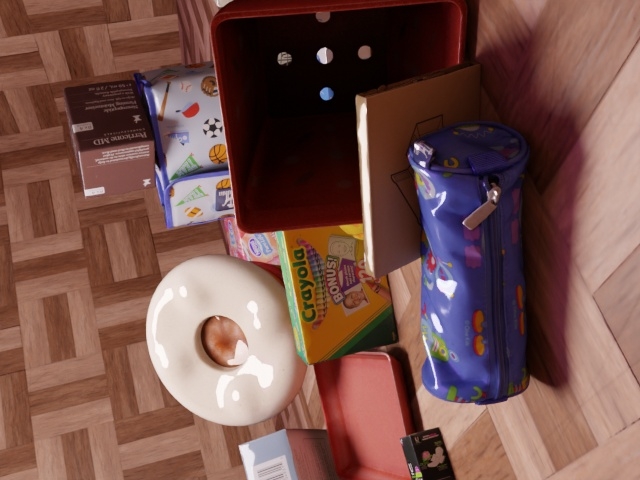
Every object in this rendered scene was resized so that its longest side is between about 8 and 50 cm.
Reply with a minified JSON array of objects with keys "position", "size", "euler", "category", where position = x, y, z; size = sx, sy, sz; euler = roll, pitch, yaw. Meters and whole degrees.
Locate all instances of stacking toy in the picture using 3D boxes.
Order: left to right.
[{"position":[-0.117,0.155,1.625],"size":[0.480,0.350,0.351],"euler":[-32,-66,-65],"category":"stacking toy"}]

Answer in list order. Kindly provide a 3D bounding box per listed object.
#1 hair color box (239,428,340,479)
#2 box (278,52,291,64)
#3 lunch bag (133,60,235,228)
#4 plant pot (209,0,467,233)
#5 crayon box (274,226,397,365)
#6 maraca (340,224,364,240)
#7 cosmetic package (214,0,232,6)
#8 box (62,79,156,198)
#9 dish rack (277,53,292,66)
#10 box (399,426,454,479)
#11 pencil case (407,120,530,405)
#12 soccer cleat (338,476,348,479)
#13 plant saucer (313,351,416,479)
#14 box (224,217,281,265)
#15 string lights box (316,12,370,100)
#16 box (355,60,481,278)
[{"position":[-0.012,0.497,1.543],"size":[0.374,0.113,0.185],"euler":[29,-140,-62],"category":"hair color box"},{"position":[-0.093,-0.332,1.549],"size":[0.113,0.094,0.275],"euler":[-120,21,-55],"category":"box"},{"position":[-0.256,-0.233,1.831],"size":[0.239,0.327,0.386],"euler":[-130,32,-60],"category":"lunch bag"},{"position":[0.015,-0.193,0.921],"size":[0.236,0.267,0.267],"euler":[-99,5,-56],"category":"plant pot"},{"position":[0.022,0.054,1.266],"size":[0.081,0.165,0.279],"euler":[-159,57,-74],"category":"crayon box"},{"position":[0.071,-0.046,1.134],"size":[0.186,0.099,0.127],"euler":[55,-176,-45],"category":"maraca"},{"position":[-0.178,-0.598,1.548],"size":[0.296,0.153,0.129],"euler":[-121,25,-51],"category":"cosmetic package"},{"position":[-0.483,-0.234,1.709],"size":[0.167,0.168,0.203],"euler":[106,146,-53],"category":"box"},{"position":[-0.028,-0.342,1.333],"size":[0.272,0.074,0.208],"euler":[96,156,-49],"category":"dish rack"},{"position":[0.167,0.344,1.172],"size":[0.062,0.052,0.083],"euler":[118,139,-68],"category":"box"},{"position":[0.158,0.030,0.770],"size":[0.133,0.119,0.306],"euler":[-107,9,-64],"category":"pencil case"},{"position":[0.120,0.583,1.385],"size":[0.116,0.143,0.331],"euler":[91,162,-50],"category":"soccer cleat"},{"position":[0.090,0.321,1.351],"size":[0.259,0.047,0.259],"euler":[-11,91,59],"category":"plant saucer"},{"position":[-0.179,-0.015,2.098],"size":[0.300,0.142,0.154],"euler":[-158,57,-74],"category":"box"},{"position":[0.026,-0.221,1.192],"size":[0.133,0.076,0.260],"euler":[-122,24,-54],"category":"string lights box"},{"position":[0.110,-0.077,0.796],"size":[0.021,0.164,0.201],"euler":[28,131,47],"category":"box"}]
